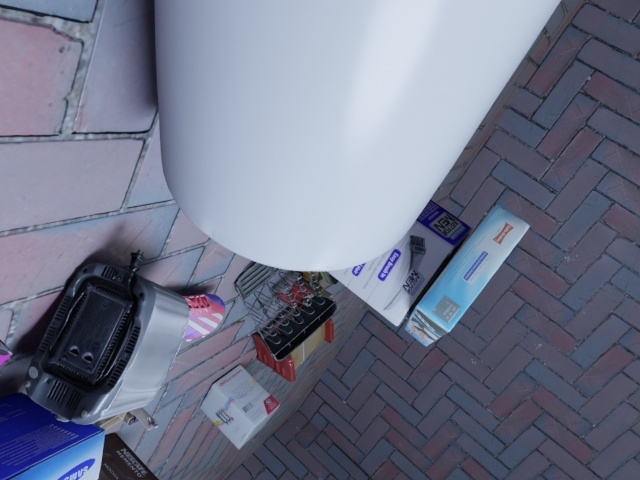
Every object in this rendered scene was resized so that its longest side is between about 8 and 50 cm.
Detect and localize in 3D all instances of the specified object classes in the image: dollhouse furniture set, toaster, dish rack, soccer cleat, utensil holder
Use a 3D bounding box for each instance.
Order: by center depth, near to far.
[{"bbox_3d":[0.015,-0.199,0.435,0.327,0.327,0.385,-39,162,-37],"label":"utensil holder"},{"bbox_3d":[-0.268,0.128,0.672,0.146,0.129,0.227,56,54,-72],"label":"toaster"},{"bbox_3d":[-0.243,0.126,0.873,0.248,0.083,0.095,-15,136,-60],"label":"soccer cleat"},{"bbox_3d":[-0.391,0.382,1.010,0.114,0.081,0.091,-24,149,-58],"label":"dollhouse furniture set"},{"bbox_3d":[-0.080,0.131,1.170,0.208,0.074,0.271,-40,136,-23],"label":"dish rack"},{"bbox_3d":[-0.079,0.198,1.419,0.201,0.152,0.374,-38,142,-37],"label":"dollhouse furniture set"}]

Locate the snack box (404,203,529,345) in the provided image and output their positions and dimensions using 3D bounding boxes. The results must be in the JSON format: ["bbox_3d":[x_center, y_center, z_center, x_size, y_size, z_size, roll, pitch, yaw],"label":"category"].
[{"bbox_3d":[0.223,0.076,0.824,0.187,0.060,0.322,-50,165,-8],"label":"snack box"}]

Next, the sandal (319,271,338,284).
[{"bbox_3d":[-0.001,0.002,1.211,0.120,0.086,0.302,-48,149,-27],"label":"sandal"}]

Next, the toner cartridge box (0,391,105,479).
[{"bbox_3d":[-0.419,0.268,0.516,0.348,0.165,0.075,-5,107,-68],"label":"toner cartridge box"}]

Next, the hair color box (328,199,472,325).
[{"bbox_3d":[0.061,-0.036,0.866,0.110,0.339,0.185,-29,153,-52],"label":"hair color box"}]

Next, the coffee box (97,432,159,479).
[{"bbox_3d":[-0.486,0.569,1.007,0.297,0.168,0.119,-51,164,0],"label":"coffee box"}]

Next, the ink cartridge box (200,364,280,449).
[{"bbox_3d":[-0.242,0.491,1.487,0.128,0.176,0.127,-26,153,-55],"label":"ink cartridge box"}]

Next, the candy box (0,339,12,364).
[{"bbox_3d":[-0.408,0.118,0.411,0.159,0.071,0.233,-48,164,-11],"label":"candy box"}]
